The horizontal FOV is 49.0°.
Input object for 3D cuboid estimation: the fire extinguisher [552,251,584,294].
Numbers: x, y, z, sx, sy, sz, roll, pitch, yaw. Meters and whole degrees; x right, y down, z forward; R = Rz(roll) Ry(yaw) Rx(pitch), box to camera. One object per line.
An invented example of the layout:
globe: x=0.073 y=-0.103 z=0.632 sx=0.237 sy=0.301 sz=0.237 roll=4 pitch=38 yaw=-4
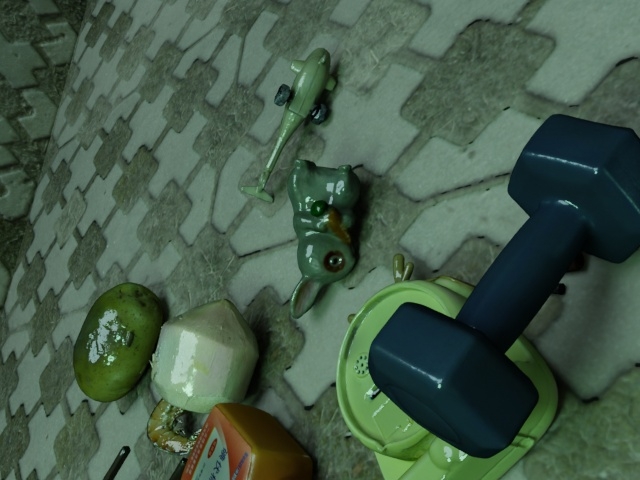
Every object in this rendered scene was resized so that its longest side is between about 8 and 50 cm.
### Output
fire extinguisher: x=0.243 y=0.038 z=0.776 sx=0.100 sy=0.032 sz=0.046 roll=-15 pitch=95 yaw=48

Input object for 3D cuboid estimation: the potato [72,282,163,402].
potato: x=-0.420 y=0.207 z=1.441 sx=0.228 sy=0.148 sz=0.197 roll=-51 pitch=53 yaw=18

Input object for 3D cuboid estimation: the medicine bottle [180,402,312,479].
medicine bottle: x=-0.091 y=0.340 z=0.970 sx=0.222 sy=0.112 sz=0.149 roll=28 pitch=95 yaw=54

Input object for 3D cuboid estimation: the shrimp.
shrimp: x=-0.215 y=0.283 z=1.218 sx=0.147 sy=0.035 sz=0.195 roll=15 pitch=65 yaw=41

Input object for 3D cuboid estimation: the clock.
clock: x=0.112 y=0.149 z=0.823 sx=0.235 sy=0.096 sz=0.308 roll=-53 pitch=38 yaw=20

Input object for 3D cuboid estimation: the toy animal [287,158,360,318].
toy animal: x=0.009 y=-0.005 z=1.053 sx=0.108 sy=0.138 sz=0.236 roll=-2 pitch=94 yaw=12

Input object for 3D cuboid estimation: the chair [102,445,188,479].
chair: x=-0.339 y=0.517 z=1.165 sx=0.319 sy=0.160 sz=0.186 roll=-55 pitch=36 yaw=13

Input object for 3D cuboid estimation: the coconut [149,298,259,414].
coconut: x=-0.184 y=0.181 z=1.128 sx=0.171 sy=0.170 sz=0.183 roll=0 pitch=76 yaw=52

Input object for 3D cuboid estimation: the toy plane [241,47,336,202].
toy plane: x=-0.054 y=-0.206 z=1.238 sx=0.286 sy=0.092 sz=0.108 roll=-67 pitch=14 yaw=1

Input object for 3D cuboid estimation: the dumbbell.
dumbbell: x=0.186 y=0.036 z=0.650 sx=0.160 sy=0.144 sz=0.325 roll=24 pitch=67 yaw=46
